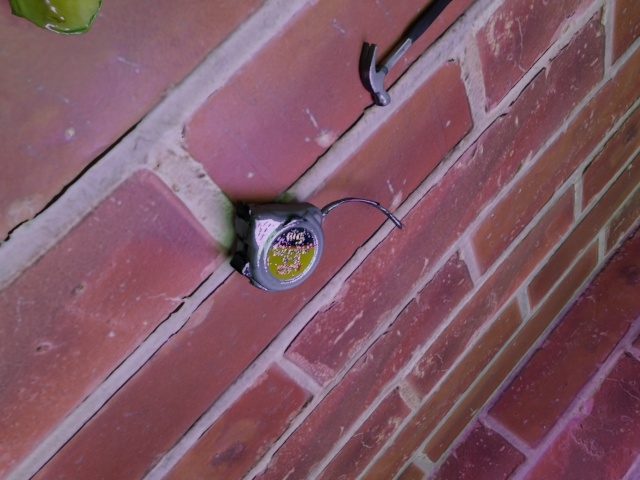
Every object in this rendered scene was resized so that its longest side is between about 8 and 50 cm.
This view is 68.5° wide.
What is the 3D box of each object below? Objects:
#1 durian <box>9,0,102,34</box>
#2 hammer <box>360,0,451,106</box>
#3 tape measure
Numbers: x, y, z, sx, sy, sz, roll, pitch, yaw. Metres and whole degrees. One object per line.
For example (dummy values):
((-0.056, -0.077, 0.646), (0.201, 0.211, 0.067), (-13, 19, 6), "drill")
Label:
((-0.220, -0.314, 0.414), (0.250, 0.101, 0.139), (-67, 171, 14), "durian")
((0.154, -0.346, 0.777), (0.246, 0.029, 0.103), (-51, 138, -6), "hammer")
((0.000, -0.001, 0.813), (0.330, 0.084, 0.164), (-3, 120, -39), "tape measure")
